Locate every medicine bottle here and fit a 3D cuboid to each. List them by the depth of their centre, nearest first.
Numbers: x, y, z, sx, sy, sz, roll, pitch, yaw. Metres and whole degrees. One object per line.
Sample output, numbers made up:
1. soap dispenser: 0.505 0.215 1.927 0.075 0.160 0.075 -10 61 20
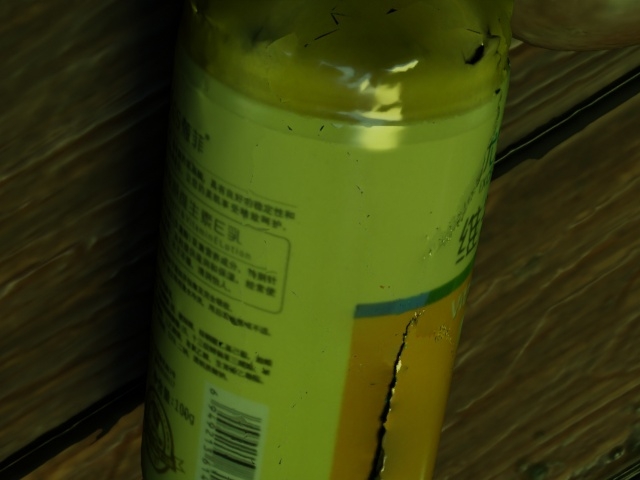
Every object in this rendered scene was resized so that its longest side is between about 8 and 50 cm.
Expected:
1. medicine bottle: 0.000 0.000 0.619 0.124 0.124 0.239 -1 122 -17

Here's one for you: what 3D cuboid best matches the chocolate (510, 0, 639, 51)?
1. chocolate: 0.118 -0.172 0.564 0.161 0.083 0.261 -16 125 -10
